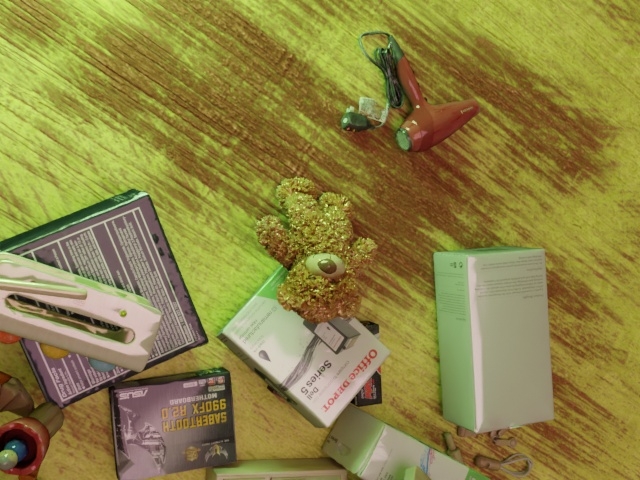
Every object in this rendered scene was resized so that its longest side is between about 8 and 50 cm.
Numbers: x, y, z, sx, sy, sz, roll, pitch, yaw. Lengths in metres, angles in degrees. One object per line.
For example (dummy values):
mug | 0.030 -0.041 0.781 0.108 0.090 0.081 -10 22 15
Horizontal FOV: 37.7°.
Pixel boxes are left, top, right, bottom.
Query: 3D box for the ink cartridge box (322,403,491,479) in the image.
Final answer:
ink cartridge box | 0.171 0.455 1.895 0.278 0.201 0.117 31 82 -20

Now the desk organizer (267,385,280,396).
desk organizer | -0.038 0.305 1.889 0.130 0.047 0.050 28 87 -20

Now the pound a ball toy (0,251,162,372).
pound a ball toy | -0.416 0.121 1.455 0.319 0.208 0.135 20 88 -21

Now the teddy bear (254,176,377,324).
teddy bear | 0.000 0.000 1.766 0.245 0.338 0.113 39 124 -10

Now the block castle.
block castle | -0.663 0.344 1.481 0.453 0.213 0.302 20 98 0

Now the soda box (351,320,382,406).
soda box | 0.089 0.253 1.929 0.060 0.053 0.168 -5 97 -20

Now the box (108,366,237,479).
box | -0.283 0.351 1.795 0.231 0.056 0.183 -5 95 -20

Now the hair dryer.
hair dryer | 0.197 -0.293 1.913 0.294 0.080 0.223 16 88 -21

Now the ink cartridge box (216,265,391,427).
ink cartridge box | -0.032 0.200 1.806 0.273 0.115 0.198 42 74 -2

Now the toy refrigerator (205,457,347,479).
toy refrigerator | -0.088 0.496 1.860 0.270 0.094 0.102 4 93 -20

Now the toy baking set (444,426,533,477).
toy baking set | 0.377 0.481 2.066 0.197 0.030 0.256 -18 100 -18

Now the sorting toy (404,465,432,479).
sorting toy | 0.192 0.596 1.714 0.257 0.089 0.255 49 36 -27

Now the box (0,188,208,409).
box | -0.402 0.096 1.662 0.294 0.183 0.296 -23 103 -17

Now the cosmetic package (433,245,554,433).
cosmetic package | 0.362 0.201 1.966 0.197 0.155 0.365 -3 93 -21
